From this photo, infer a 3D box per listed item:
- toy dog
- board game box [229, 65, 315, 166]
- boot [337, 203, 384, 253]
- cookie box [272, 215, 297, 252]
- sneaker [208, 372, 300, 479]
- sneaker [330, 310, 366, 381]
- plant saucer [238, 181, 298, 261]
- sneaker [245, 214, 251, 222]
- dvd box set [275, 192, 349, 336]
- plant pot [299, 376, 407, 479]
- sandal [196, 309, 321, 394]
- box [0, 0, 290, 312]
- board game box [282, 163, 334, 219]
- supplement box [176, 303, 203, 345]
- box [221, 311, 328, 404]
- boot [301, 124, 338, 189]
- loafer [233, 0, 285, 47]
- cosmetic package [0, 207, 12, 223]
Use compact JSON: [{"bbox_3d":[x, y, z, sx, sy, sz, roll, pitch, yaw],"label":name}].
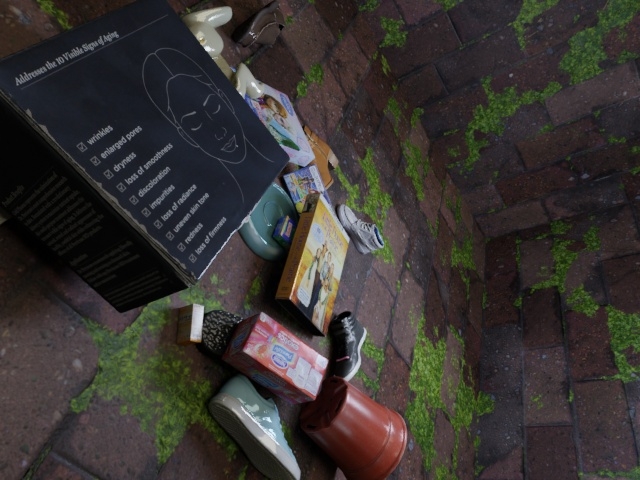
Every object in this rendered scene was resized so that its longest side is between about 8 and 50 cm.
[{"bbox_3d":[-0.334,-0.407,1.345,0.395,0.285,0.407,-43,112,-50],"label":"toy dog"},{"bbox_3d":[-0.190,-0.441,1.679,0.318,0.066,0.318,7,54,-54],"label":"board game box"},{"bbox_3d":[0.183,-0.063,2.044,0.258,0.124,0.095,57,37,-21],"label":"boot"},{"bbox_3d":[-0.107,-0.017,1.614,0.107,0.040,0.091,46,43,-32],"label":"cookie box"},{"bbox_3d":[-0.148,0.521,1.298,0.365,0.135,0.150,59,39,-19],"label":"sneaker"},{"bbox_3d":[0.081,0.382,1.722,0.146,0.105,0.295,55,31,-20],"label":"sneaker"},{"bbox_3d":[-0.174,-0.084,1.625,0.318,0.044,0.317,28,54,-46],"label":"plant saucer"},{"bbox_3d":[-0.268,-0.114,1.437,0.127,0.126,0.321,55,48,-16],"label":"sneaker"},{"bbox_3d":[-0.013,0.088,1.649,0.307,0.062,0.419,56,41,-48],"label":"dvd box set"},{"bbox_3d":[0.090,0.599,1.509,0.265,0.273,0.272,46,41,-21],"label":"plant pot"},{"bbox_3d":[-0.179,0.340,1.388,0.446,0.107,0.167,35,48,-24],"label":"sandal"},{"bbox_3d":[-0.389,-0.189,1.005,0.471,0.298,0.479,52,40,-22],"label":"box"},{"bbox_3d":[-0.046,-0.177,1.779,0.035,0.136,0.201,-173,-118,-78],"label":"board game box"},{"bbox_3d":[-0.343,0.222,1.226,0.036,0.062,0.098,25,55,-46],"label":"supplement box"},{"bbox_3d":[-0.121,0.327,1.278,0.257,0.123,0.128,40,47,-19],"label":"box"},{"bbox_3d":[-0.039,-0.319,1.873,0.220,0.109,0.283,45,50,-26],"label":"boot"},{"bbox_3d":[-0.216,-0.836,1.832,0.130,0.134,0.365,53,38,-25],"label":"loafer"},{"bbox_3d":[-0.669,-0.038,0.905,0.060,0.041,0.115,58,36,-19],"label":"cosmetic package"}]
